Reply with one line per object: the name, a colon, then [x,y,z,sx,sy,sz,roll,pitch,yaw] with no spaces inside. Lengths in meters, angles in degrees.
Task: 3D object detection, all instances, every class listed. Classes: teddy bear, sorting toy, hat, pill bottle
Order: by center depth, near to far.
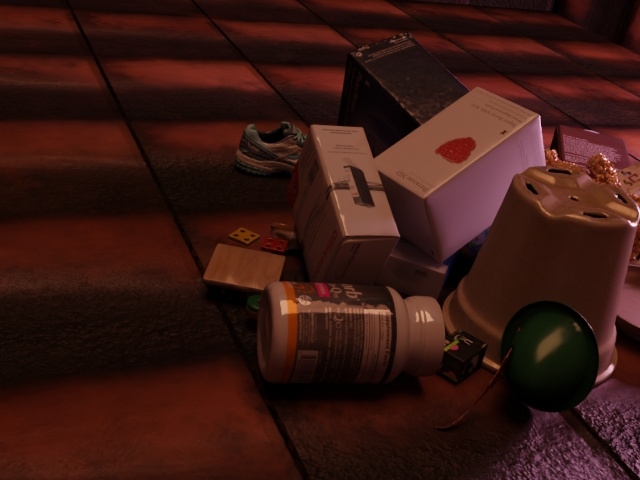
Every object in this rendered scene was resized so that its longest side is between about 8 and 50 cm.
hat: [0.313,0.200,1.294,0.173,0.208,0.183,9,5,41]
pill bottle: [0.046,0.149,1.330,0.278,0.162,0.162,3,29,-15]
sorting toy: [-0.139,0.063,1.542,0.132,0.046,0.274,11,29,0]
teddy bear: [0.577,-0.089,1.850,0.245,0.113,0.338,-32,54,-6]

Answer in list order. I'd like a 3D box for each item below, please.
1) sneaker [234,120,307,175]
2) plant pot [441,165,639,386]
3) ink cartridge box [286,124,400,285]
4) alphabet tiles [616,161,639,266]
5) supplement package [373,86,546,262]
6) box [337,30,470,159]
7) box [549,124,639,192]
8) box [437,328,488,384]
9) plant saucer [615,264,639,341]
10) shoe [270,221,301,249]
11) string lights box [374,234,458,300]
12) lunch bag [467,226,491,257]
sneaker: [-0.059,-0.218,1.999,0.283,0.122,0.110,1,30,-18]
plant pot: [0.416,0.047,1.496,0.334,0.305,0.334,9,29,-5]
ink cartridge box: [0.035,-0.052,1.570,0.114,0.197,0.273,0,53,-20]
alphabet tiles: [0.750,-0.046,1.897,0.342,0.011,0.285,-22,62,-12]
supplement package: [0.270,-0.132,1.622,0.293,0.175,0.177,-36,44,-16]
box: [0.191,-0.252,1.874,0.183,0.296,0.294,-25,57,-24]
box: [0.689,-0.162,2.151,0.191,0.143,0.381,15,30,8]
box: [0.235,0.198,1.424,0.062,0.052,0.083,29,32,31]
plant saucer: [0.685,0.144,1.673,0.310,0.050,0.310,10,28,-5]
shoe: [0.000,0.000,1.707,0.219,0.058,0.076,5,-2,-19]
string lights box: [0.213,0.020,1.712,0.133,0.077,0.260,19,29,14]
lunch bag: [0.373,-0.034,1.697,0.151,0.096,0.129,-18,52,19]
